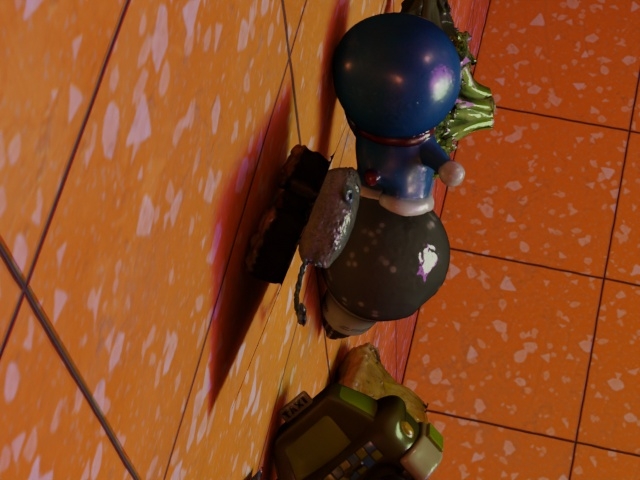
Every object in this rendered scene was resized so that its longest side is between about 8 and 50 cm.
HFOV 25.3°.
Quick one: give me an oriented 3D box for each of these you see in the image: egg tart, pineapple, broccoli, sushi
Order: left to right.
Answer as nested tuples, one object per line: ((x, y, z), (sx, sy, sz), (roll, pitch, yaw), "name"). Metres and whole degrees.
((-0.046, -0.003, 1.504), (0.290, 0.050, 0.264), (-70, -178, -56), "sushi")
((0.097, 0.391, 2.453), (0.443, 0.178, 0.443), (5, 90, -81), "egg tart")
((0.166, -0.431, 2.153), (0.119, 0.130, 0.277), (-147, -117, -67), "pineapple")
((0.204, -0.230, 2.418), (0.198, 0.176, 0.226), (76, -9, -75), "broccoli")

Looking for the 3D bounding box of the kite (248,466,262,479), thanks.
((-0.098, 0.346, 1.743), (0.190, 0.010, 0.159), (88, 17, -51), "kite")

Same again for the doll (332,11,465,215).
((0.103, -0.162, 1.803), (0.161, 0.215, 0.257), (-34, 137, -42), "doll")

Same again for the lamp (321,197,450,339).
((0.063, 0.065, 2.010), (0.314, 0.182, 0.182), (-60, -175, 39), "lamp")

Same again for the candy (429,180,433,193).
((0.160, -0.131, 2.523), (0.062, 0.097, 0.194), (76, 26, -68), "candy")

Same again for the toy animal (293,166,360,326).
((-0.005, 0.007, 1.732), (0.079, 0.070, 0.253), (69, 32, -46), "toy animal")

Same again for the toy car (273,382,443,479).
((0.020, 0.292, 1.901), (0.248, 0.198, 0.204), (-42, -177, 9), "toy car")
